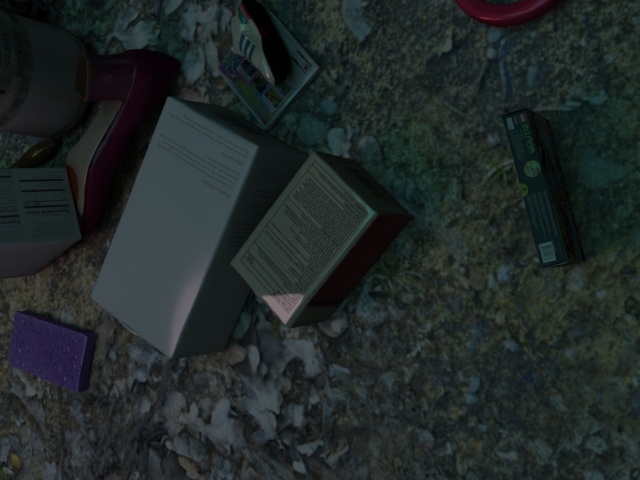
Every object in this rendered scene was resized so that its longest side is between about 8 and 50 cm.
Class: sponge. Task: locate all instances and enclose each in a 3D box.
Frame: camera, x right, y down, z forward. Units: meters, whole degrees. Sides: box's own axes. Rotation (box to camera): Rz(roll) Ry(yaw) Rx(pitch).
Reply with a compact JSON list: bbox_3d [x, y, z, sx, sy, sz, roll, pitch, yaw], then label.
[{"bbox_3d":[-0.541,0.220,1.593,0.210,0.031,0.117,12,96,29],"label":"sponge"}]

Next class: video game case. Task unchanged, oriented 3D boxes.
[{"bbox_3d":[-0.089,-0.291,1.346,0.143,0.019,0.157,-46,69,22],"label":"video game case"}]

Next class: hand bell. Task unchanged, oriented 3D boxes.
[{"bbox_3d":[-0.631,-0.138,1.626,0.242,0.126,0.126,-29,75,14],"label":"hand bell"}]

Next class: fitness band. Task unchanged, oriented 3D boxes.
[{"bbox_3d":[0.270,-0.450,1.123,0.209,0.054,0.291,-5,86,33],"label":"fitness band"}]

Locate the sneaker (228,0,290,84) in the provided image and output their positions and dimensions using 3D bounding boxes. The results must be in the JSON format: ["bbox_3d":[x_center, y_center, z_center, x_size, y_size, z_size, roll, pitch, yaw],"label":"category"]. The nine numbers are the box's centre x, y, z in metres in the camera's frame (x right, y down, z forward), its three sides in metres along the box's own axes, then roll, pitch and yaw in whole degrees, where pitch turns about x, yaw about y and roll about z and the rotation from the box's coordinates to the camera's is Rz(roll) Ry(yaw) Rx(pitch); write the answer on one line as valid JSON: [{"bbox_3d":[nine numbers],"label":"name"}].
[{"bbox_3d":[-0.107,-0.317,1.320,0.075,0.057,0.161,-36,74,43],"label":"sneaker"}]

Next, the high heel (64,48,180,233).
[{"bbox_3d":[-0.369,-0.174,1.482,0.127,0.181,0.377,53,136,37],"label":"high heel"}]

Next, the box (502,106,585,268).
[{"bbox_3d":[0.299,-0.067,1.061,0.036,0.114,0.207,-17,82,29],"label":"box"}]

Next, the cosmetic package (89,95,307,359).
[{"bbox_3d":[-0.208,-0.019,1.334,0.217,0.156,0.385,33,106,27],"label":"cosmetic package"}]

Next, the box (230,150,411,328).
[{"bbox_3d":[0.000,0.000,1.227,0.148,0.126,0.232,46,111,22],"label":"box"}]

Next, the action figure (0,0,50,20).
[{"bbox_3d":[-0.657,-0.430,1.594,0.285,0.185,0.099,-42,74,33],"label":"action figure"}]

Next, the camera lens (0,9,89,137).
[{"bbox_3d":[-0.585,-0.313,1.486,0.219,0.274,0.220,0,89,30],"label":"camera lens"}]

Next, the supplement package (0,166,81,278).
[{"bbox_3d":[-0.605,-0.024,1.495,0.261,0.204,0.145,-25,76,48],"label":"supplement package"}]
